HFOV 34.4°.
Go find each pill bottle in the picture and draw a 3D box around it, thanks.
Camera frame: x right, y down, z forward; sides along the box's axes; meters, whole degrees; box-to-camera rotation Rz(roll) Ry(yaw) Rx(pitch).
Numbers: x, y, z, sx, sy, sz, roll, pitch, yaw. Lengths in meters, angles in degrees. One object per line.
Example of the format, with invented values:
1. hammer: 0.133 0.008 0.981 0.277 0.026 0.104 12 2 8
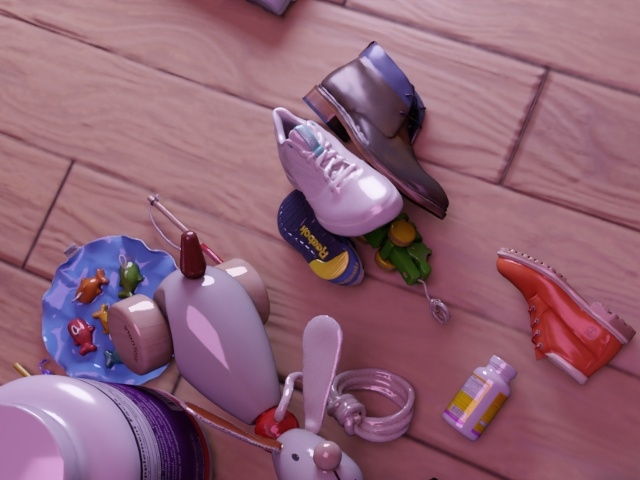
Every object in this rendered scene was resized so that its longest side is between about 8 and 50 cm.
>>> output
1. pill bottle: 0.163 0.158 1.044 0.043 0.043 0.083 36 88 21
2. pill bottle: -0.231 0.223 0.989 0.182 0.323 0.181 -2 79 12

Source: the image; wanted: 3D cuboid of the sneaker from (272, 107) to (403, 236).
1. sneaker: 0.003 -0.078 1.076 0.080 0.094 0.212 -37 37 -11

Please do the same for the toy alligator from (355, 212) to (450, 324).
1. toy alligator: 0.092 0.008 1.102 0.051 0.056 0.189 -24 64 -34

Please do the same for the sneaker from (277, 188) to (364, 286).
1. sneaker: 0.000 0.000 1.131 0.053 0.059 0.144 -45 49 14

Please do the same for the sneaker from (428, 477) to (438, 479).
1. sneaker: 0.127 0.277 1.016 0.152 0.058 0.084 -4 84 22

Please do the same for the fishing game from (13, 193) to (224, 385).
1. fishing game: -0.240 0.079 1.187 0.189 0.041 0.264 42 91 19

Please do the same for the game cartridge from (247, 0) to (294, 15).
1. game cartridge: -0.115 -0.420 1.271 0.297 0.062 0.198 31 91 21

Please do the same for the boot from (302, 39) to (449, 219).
1. boot: 0.084 -0.124 1.119 0.106 0.082 0.219 -46 67 4

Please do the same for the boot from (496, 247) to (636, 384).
1. boot: 0.227 0.074 1.041 0.158 0.059 0.084 40 95 20

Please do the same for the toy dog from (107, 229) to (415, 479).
1. toy dog: -0.069 0.111 1.019 0.334 0.161 0.220 27 48 21
